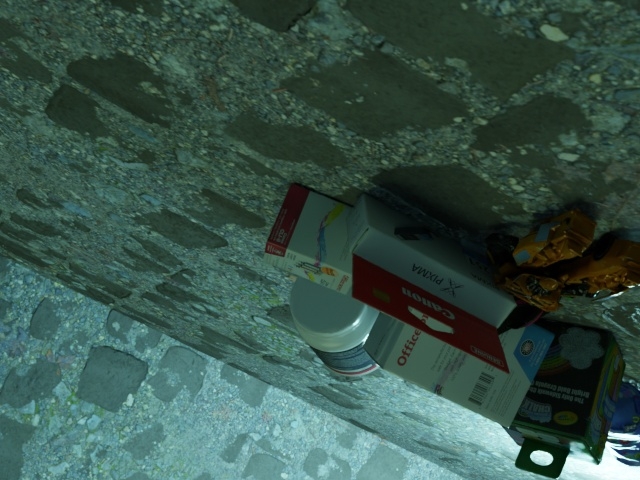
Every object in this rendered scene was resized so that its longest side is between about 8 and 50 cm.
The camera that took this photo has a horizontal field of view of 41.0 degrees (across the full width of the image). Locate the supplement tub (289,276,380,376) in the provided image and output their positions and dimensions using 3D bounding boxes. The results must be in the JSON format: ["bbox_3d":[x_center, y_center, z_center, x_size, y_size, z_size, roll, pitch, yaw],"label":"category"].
[{"bbox_3d":[0.050,0.175,1.885,0.191,0.191,0.272,14,159,23],"label":"supplement tub"}]

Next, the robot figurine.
[{"bbox_3d":[0.376,0.040,1.345,0.211,0.085,0.291,26,160,-7],"label":"robot figurine"}]

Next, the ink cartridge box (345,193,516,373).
[{"bbox_3d":[0.186,0.064,1.405,0.296,0.066,0.261,27,-156,-14],"label":"ink cartridge box"}]

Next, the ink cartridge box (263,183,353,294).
[{"bbox_3d":[0.000,0.000,1.579,0.176,0.127,0.128,21,160,0],"label":"ink cartridge box"}]

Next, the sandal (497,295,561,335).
[{"bbox_3d":[0.350,0.128,1.503,0.067,0.179,0.040,57,-173,-16],"label":"sandal"}]

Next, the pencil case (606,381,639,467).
[{"bbox_3d":[0.699,0.420,1.940,0.133,0.119,0.306,-4,150,26],"label":"pencil case"}]

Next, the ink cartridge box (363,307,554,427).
[{"bbox_3d":[0.255,0.193,1.634,0.270,0.198,0.197,27,-179,-10],"label":"ink cartridge box"}]

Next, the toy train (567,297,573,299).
[{"bbox_3d":[0.413,0.085,1.525,0.083,0.017,0.024,24,170,-4],"label":"toy train"}]

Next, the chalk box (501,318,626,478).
[{"bbox_3d":[0.470,0.328,1.688,0.180,0.288,0.179,10,157,33],"label":"chalk box"}]
